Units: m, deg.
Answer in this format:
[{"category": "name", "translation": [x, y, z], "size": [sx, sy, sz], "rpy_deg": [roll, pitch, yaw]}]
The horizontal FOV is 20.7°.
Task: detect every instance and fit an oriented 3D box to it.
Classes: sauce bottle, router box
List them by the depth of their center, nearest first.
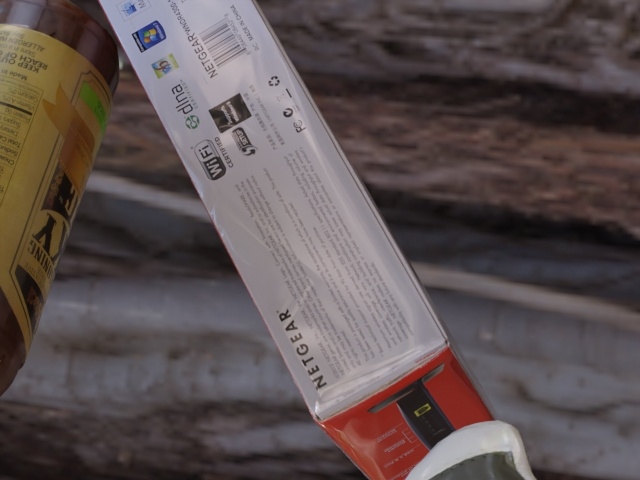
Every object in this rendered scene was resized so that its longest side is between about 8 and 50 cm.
[{"category": "sauce bottle", "translation": [-0.206, 0.017, 0.983], "size": [0.111, 0.111, 0.344], "rpy_deg": [66, -147, -53]}, {"category": "router box", "translation": [0.000, 0.000, 1.082], "size": [0.335, 0.082, 0.301], "rpy_deg": [61, -177, 28]}]

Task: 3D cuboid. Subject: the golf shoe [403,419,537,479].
[{"category": "golf shoe", "translation": [0.129, 0.102, 0.328], "size": [0.105, 0.273, 0.120], "rpy_deg": [94, -168, -47]}]
